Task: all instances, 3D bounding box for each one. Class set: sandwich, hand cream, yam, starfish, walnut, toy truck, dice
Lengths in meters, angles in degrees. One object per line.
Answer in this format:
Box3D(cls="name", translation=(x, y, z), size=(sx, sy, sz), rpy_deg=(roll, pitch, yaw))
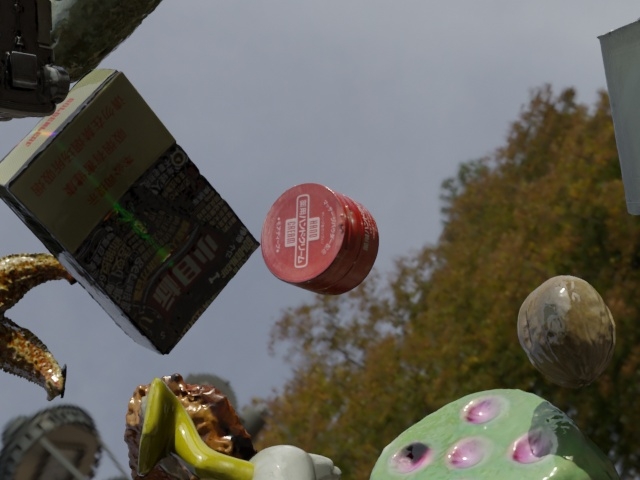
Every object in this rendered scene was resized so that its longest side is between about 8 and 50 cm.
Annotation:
Box3D(cls="sandwich", translation=(-0.155, 0.285, 1.343), size=(0.162, 0.250, 0.301), rpy_deg=(-34, -50, -15))
Box3D(cls="hand cream", translation=(0.000, 0.000, 2.038), size=(0.125, 0.193, 0.193), rpy_deg=(21, -84, -54))
Box3D(cls="yam", translation=(-0.256, -0.335, 1.448), size=(0.330, 0.133, 0.133), rpy_deg=(-49, -39, 8))
Box3D(cls="starfish", translation=(-0.481, 0.133, 1.539), size=(0.303, 0.113, 0.312), rpy_deg=(29, -96, -11))
Box3D(cls="walnut", translation=(0.353, 0.130, 1.612), size=(0.140, 0.140, 0.162), rpy_deg=(53, -142, -48))
Box3D(cls="toy truck", translation=(-0.314, -0.220, 1.079), size=(0.110, 0.116, 0.216), rpy_deg=(0, -95, -48))
Box3D(cls="dice", translation=(0.276, 0.441, 1.691), size=(0.318, 0.330, 0.322), rpy_deg=(-31, -65, -12))

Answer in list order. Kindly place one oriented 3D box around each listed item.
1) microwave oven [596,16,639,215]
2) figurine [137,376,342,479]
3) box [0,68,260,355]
Box3D(cls="microwave oven", translation=(0.585, -0.181, 1.505), size=(0.247, 0.394, 0.333), rpy_deg=(-10, -87, -10))
Box3D(cls="figurine", translation=(0.018, 0.263, 0.875), size=(0.338, 0.283, 0.205), rpy_deg=(5, -56, -3))
Box3D(cls="box", translation=(-0.236, -0.032, 1.383), size=(0.198, 0.084, 0.310), rpy_deg=(-51, -55, -20))
